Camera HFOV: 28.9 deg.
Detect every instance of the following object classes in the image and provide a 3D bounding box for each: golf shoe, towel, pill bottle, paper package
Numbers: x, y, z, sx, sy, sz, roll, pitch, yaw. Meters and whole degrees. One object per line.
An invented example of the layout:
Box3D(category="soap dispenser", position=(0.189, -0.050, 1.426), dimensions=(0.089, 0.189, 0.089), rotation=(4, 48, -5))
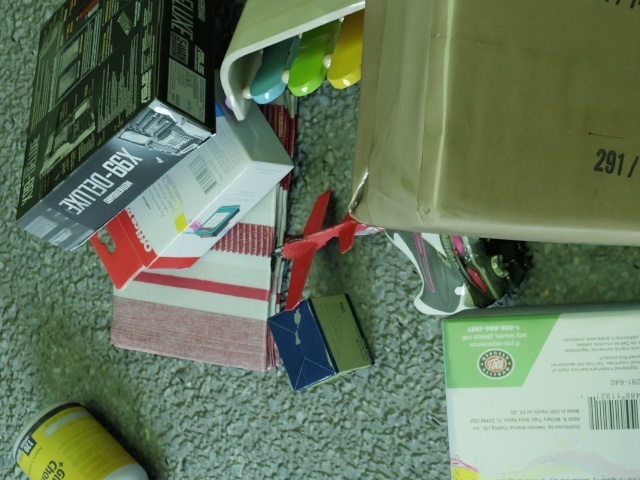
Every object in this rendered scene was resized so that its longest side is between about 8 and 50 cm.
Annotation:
Box3D(category="golf shoe", position=(0.100, -0.057, 1.217), dimensions=(0.120, 0.105, 0.273), rotation=(-26, 78, 37))
Box3D(category="towel", position=(-0.136, -0.028, 1.401), dimensions=(0.237, 0.037, 0.329), rotation=(7, 94, 33))
Box3D(category="pill bottle", position=(-0.267, 0.280, 1.454), dimensions=(0.184, 0.103, 0.103), rotation=(40, 111, 24))
Box3D(category="paper package", position=(0.202, -0.152, 1.004), dimensions=(0.168, 0.324, 0.309), rotation=(-161, 74, -67))

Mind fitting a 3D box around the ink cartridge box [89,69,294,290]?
Box3D(category="ink cartridge box", position=(-0.154, -0.062, 1.344), dimensions=(0.231, 0.078, 0.134), rotation=(-42, 67, 27))

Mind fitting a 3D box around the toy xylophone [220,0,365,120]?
Box3D(category="toy xylophone", position=(0.040, -0.242, 1.218), dimensions=(0.322, 0.081, 0.236), rotation=(-9, 44, 37))

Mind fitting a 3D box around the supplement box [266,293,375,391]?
Box3D(category="supplement box", position=(0.001, 0.105, 1.292), dimensions=(0.056, 0.083, 0.083), rotation=(-27, 78, 30))

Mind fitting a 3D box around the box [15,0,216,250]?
Box3D(category="box", position=(-0.215, -0.176, 1.321), dimensions=(0.242, 0.076, 0.307), rotation=(-36, 42, 33))

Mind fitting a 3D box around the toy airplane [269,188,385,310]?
Box3D(category="toy airplane", position=(0.000, 0.000, 1.267), dimensions=(0.151, 0.028, 0.151), rotation=(-30, 38, 27))

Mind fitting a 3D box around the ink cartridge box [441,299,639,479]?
Box3D(category="ink cartridge box", position=(0.223, 0.198, 1.115), dimensions=(0.201, 0.117, 0.278), rotation=(-4, 90, 15))
